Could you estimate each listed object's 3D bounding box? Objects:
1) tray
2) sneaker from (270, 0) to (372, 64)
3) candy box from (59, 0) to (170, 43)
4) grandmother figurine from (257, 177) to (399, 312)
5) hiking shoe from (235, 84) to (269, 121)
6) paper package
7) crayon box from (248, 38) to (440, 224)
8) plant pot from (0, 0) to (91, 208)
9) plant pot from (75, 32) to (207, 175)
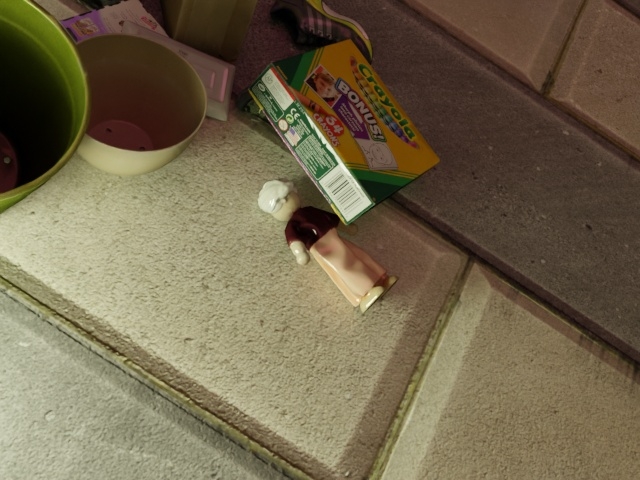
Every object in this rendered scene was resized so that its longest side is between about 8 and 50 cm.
[{"bbox_3d":[-0.307,-0.370,1.605,0.270,0.030,0.145,17,70,-31],"label":"tray"},{"bbox_3d":[-0.001,-0.519,1.856,0.300,0.111,0.121,38,63,8],"label":"sneaker"},{"bbox_3d":[-0.442,-0.430,1.619,0.196,0.070,0.165,-33,78,-34],"label":"candy box"},{"bbox_3d":[0.000,0.000,1.542,0.342,0.104,0.208,45,27,10],"label":"grandmother figurine"},{"bbox_3d":[-0.081,-0.292,1.682,0.227,0.086,0.114,2,57,-23],"label":"hiking shoe"},{"bbox_3d":[-0.256,-0.625,1.668,0.168,0.309,0.324,-1,60,-24],"label":"paper package"},{"bbox_3d":[0.063,-0.253,1.639,0.363,0.106,0.313,54,42,2],"label":"crayon box"},{"bbox_3d":[-0.592,-0.179,1.206,0.367,0.353,0.366,8,71,-24],"label":"plant pot"},{"bbox_3d":[-0.382,-0.237,1.454,0.284,0.191,0.284,10,58,-17],"label":"plant pot"}]
